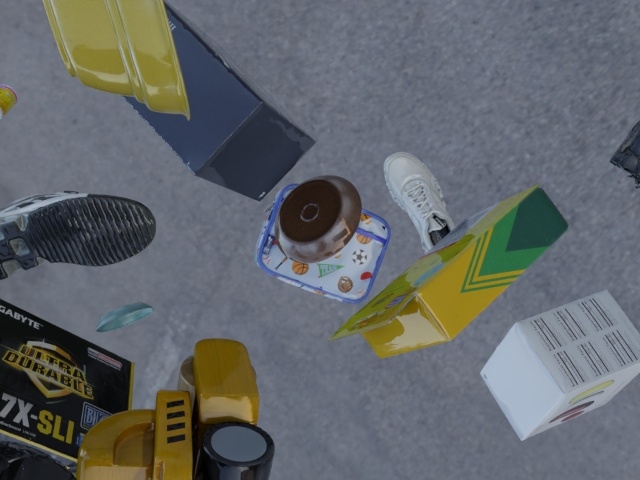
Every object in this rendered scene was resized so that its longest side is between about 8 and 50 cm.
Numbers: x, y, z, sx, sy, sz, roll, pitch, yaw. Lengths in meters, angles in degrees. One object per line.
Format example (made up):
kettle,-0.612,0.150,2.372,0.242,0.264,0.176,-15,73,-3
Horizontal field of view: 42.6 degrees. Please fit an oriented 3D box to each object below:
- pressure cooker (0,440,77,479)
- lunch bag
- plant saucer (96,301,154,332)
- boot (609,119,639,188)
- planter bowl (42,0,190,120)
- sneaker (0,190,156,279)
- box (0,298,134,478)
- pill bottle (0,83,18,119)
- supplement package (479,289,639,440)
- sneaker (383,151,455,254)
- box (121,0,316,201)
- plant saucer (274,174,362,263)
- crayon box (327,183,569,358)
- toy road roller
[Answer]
pressure cooker,-0.435,0.366,0.703,0.421,0.375,0.369,-5,112,8
lunch bag,0.000,0.000,1.935,0.303,0.243,0.115,22,178,-10
plant saucer,-0.386,0.147,1.610,0.119,0.119,0.021,-36,74,51
boot,0.559,-0.146,1.384,0.099,0.121,0.045,36,180,4
planter bowl,-0.183,-0.197,0.694,0.217,0.090,0.217,164,90,-80
sneaker,-0.409,-0.032,1.293,0.331,0.146,0.122,-7,118,10
box,-0.464,0.249,1.346,0.322,0.257,0.079,34,119,-30
pill bottle,-0.588,-0.245,1.489,0.043,0.083,0.043,10,134,11
supplement package,0.431,0.221,1.453,0.149,0.203,0.194,61,154,29
sneaker,0.238,-0.071,1.839,0.292,0.110,0.118,60,-176,0
box,-0.211,-0.261,1.568,0.179,0.343,0.312,-45,76,8
plant saucer,-0.014,-0.051,1.639,0.199,0.198,0.036,21,168,35
crayon box,0.176,0.061,1.152,0.081,0.318,0.202,54,154,-2
toy road roller,-0.205,0.289,1.126,0.329,0.241,0.202,-112,31,-63
